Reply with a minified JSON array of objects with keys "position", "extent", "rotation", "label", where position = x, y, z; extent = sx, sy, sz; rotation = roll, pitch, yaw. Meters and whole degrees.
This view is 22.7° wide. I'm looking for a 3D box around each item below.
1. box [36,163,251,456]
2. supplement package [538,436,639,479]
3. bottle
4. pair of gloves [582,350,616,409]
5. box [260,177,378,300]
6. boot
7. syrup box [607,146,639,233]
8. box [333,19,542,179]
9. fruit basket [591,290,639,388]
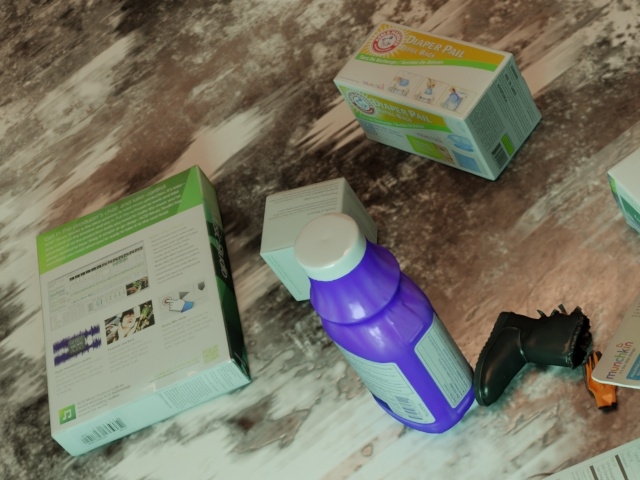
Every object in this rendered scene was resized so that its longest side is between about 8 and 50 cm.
[{"position":[-0.216,0.077,1.890],"extent":[0.232,0.058,0.322],"rotation":[-23,48,11],"label":"box"},{"position":[0.303,0.260,1.393],"extent":[0.244,0.139,0.134],"rotation":[-25,45,9],"label":"supplement package"},{"position":[0.061,0.081,1.573],"extent":[0.118,0.283,0.092],"rotation":[25,69,42],"label":"bottle"},{"position":[0.303,0.130,1.590],"extent":[0.083,0.010,0.074],"rotation":[-20,44,11],"label":"pair of gloves"},{"position":[0.000,0.000,1.799],"extent":[0.102,0.101,0.087],"rotation":[-13,49,21],"label":"box"},{"position":[0.217,0.118,1.623],"extent":[0.099,0.045,0.121],"rotation":[2,50,33],"label":"boot"},{"position":[0.422,-0.086,1.641],"extent":[0.237,0.096,0.093],"rotation":[-35,46,-3],"label":"syrup box"},{"position":[0.134,-0.166,1.853],"extent":[0.203,0.114,0.103],"rotation":[21,66,40],"label":"box"},{"position":[0.440,0.051,1.357],"extent":[0.327,0.165,0.353],"rotation":[6,26,28],"label":"fruit basket"}]
